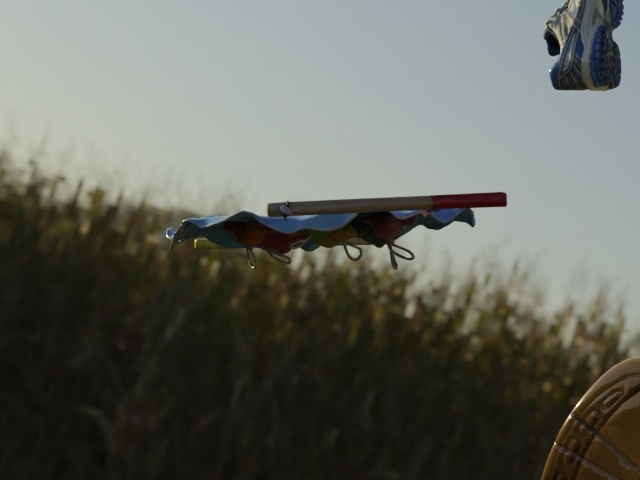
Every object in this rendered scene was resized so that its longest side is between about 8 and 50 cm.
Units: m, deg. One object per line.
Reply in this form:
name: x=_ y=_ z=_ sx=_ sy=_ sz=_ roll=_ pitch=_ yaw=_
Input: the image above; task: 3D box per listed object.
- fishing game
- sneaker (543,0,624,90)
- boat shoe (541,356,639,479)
fishing game: x=0.000 y=0.000 z=1.138 sx=0.189 sy=0.041 sz=0.264 roll=-2 pitch=-4 yaw=-17
sneaker: x=0.199 y=-0.170 z=1.473 sx=0.058 sy=0.135 sz=0.052 roll=-12 pitch=-43 yaw=26
boat shoe: x=0.230 y=0.233 z=1.462 sx=0.098 sy=0.302 sz=0.109 roll=7 pitch=13 yaw=-35
